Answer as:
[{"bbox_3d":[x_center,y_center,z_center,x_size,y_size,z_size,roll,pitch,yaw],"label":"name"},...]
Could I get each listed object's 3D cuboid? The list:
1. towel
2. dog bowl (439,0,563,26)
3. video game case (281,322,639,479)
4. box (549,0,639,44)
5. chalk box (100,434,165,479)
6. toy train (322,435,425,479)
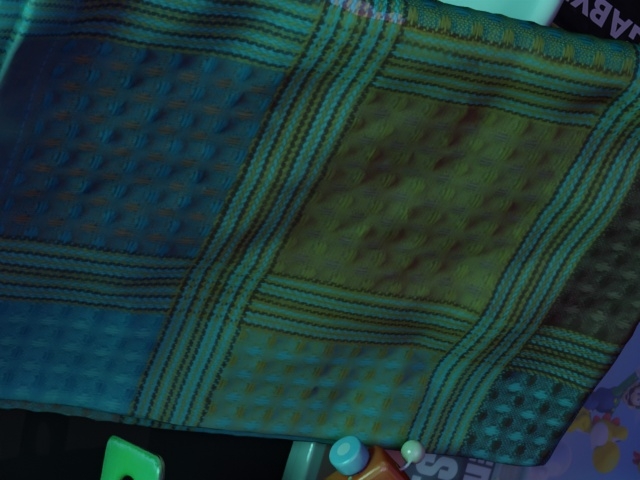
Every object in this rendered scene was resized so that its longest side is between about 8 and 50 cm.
[{"bbox_3d":[0.000,0.000,0.752,0.370,0.040,0.271,9,130,-22],"label":"towel"},{"bbox_3d":[-0.020,-0.162,0.723,0.264,0.104,0.265,-5,123,-7],"label":"dog bowl"},{"bbox_3d":[0.120,0.110,0.939,0.285,0.025,0.204,19,87,-28],"label":"video game case"},{"bbox_3d":[0.120,-0.250,0.871,0.322,0.079,0.257,33,79,-26],"label":"box"},{"bbox_3d":[-0.093,0.204,0.778,0.132,0.132,0.213,-8,98,-27],"label":"chalk box"},{"bbox_3d":[0.029,0.183,0.856,0.125,0.046,0.166,-32,124,3],"label":"toy train"}]
